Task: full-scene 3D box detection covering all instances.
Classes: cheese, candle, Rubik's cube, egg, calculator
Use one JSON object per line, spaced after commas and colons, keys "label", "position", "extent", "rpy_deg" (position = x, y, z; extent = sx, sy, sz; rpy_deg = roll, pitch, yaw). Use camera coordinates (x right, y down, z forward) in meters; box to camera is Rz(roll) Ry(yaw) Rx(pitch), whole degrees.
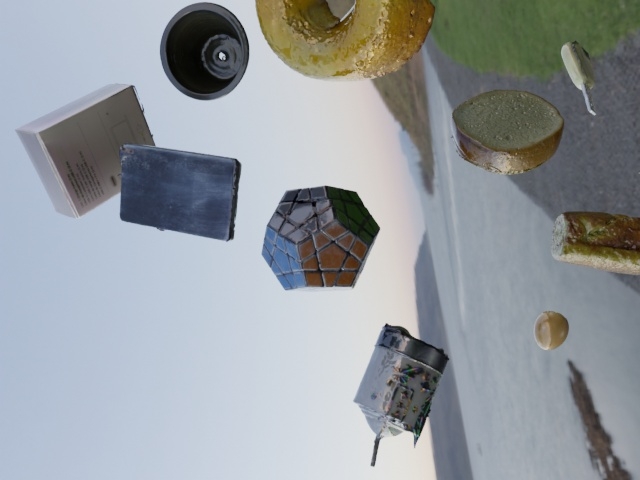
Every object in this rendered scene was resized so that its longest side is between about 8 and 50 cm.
{"label": "cheese", "position": [0.787, -0.478, 1.930], "extent": [0.127, 0.054, 0.251], "rpy_deg": [24, -127, -36]}
{"label": "candle", "position": [0.176, 0.376, 1.545], "extent": [0.330, 0.188, 0.187], "rpy_deg": [-66, -18, -13]}
{"label": "Rubik's cube", "position": [0.000, 0.000, 1.713], "extent": [0.319, 0.264, 0.318], "rpy_deg": [35, 139, 37]}
{"label": "egg", "position": [0.552, 0.218, 1.547], "extent": [0.080, 0.080, 0.096], "rpy_deg": [62, -137, -63]}
{"label": "calculator", "position": [-0.274, -0.093, 1.222], "extent": [0.021, 0.262, 0.161], "rpy_deg": [-22, -58, -66]}

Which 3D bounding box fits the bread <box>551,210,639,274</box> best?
{"label": "bread", "position": [0.505, 0.003, 1.139], "extent": [0.132, 0.172, 0.103], "rpy_deg": [9, -92, -79]}

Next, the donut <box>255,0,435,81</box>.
{"label": "donut", "position": [0.019, -0.543, 1.505], "extent": [0.435, 0.377, 0.163], "rpy_deg": [46, -140, 9]}

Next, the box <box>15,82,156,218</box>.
{"label": "box", "position": [-0.490, -0.199, 1.403], "extent": [0.252, 0.106, 0.203], "rpy_deg": [-42, -48, -36]}

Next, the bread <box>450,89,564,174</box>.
{"label": "bread", "position": [0.401, -0.239, 1.402], "extent": [0.069, 0.236, 0.236], "rpy_deg": [82, -175, -48]}

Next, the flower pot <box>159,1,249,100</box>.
{"label": "flower pot", "position": [-0.273, -0.478, 1.651], "extent": [0.148, 0.236, 0.235], "rpy_deg": [-46, -54, -74]}

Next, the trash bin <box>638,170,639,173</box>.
{"label": "trash bin", "position": [0.910, -0.106, 1.300], "extent": [0.432, 0.280, 0.280], "rpy_deg": [40, 180, 14]}
